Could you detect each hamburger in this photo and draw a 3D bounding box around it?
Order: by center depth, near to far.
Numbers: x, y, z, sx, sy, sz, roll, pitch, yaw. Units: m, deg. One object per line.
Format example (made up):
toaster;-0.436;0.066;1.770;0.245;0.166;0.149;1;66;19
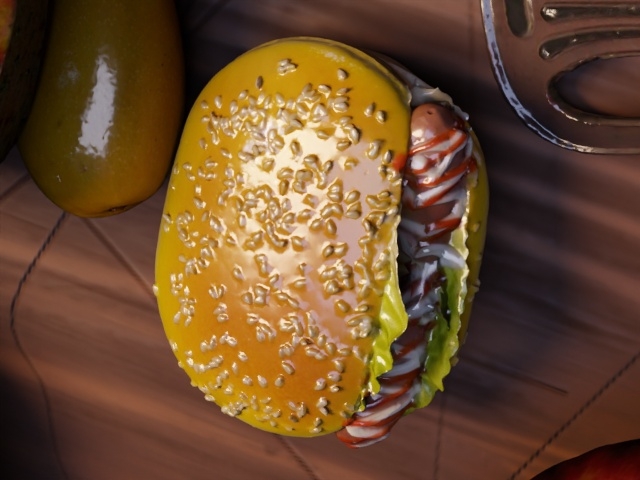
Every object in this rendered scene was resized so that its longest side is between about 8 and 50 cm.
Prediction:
hamburger;0.000;0.000;0.702;0.173;0.116;0.210;17;112;12

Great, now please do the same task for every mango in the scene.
mango;-0.119;-0.104;0.718;0.102;0.085;0.184;1;95;35

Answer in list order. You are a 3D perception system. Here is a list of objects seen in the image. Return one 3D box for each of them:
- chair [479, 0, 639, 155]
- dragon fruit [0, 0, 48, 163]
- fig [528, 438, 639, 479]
chair;0.241;-0.119;0.597;0.326;0.183;0.175;22;124;57
dragon fruit;-0.218;-0.123;0.671;0.268;0.130;0.295;-21;71;55
fig;0.192;0.213;0.713;0.204;0.186;0.249;-4;152;36
